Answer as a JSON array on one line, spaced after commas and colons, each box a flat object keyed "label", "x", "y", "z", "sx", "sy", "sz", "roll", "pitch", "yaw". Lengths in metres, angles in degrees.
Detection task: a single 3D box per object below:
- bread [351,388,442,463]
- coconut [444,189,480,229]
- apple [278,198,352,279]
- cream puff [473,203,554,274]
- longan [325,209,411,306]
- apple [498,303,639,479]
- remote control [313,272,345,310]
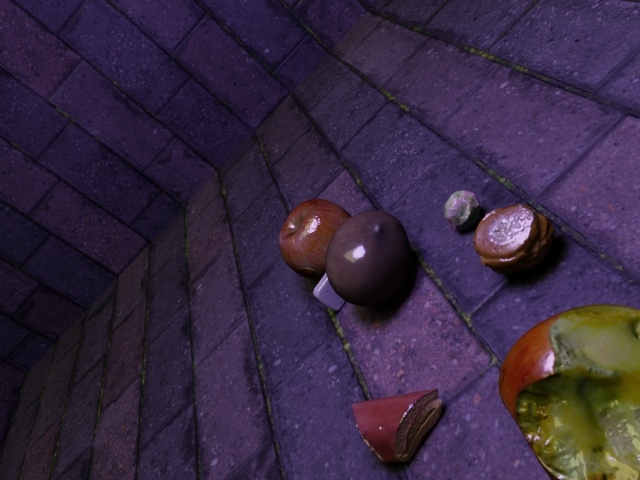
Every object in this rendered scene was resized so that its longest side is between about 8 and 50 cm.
[{"label": "bread", "x": 0.127, "y": 0.331, "z": 1.066, "sx": 0.192, "sy": 0.067, "sz": 0.119, "roll": -26, "pitch": 36, "yaw": 38}, {"label": "coconut", "x": 0.303, "y": -0.066, "z": 1.280, "sx": 0.083, "sy": 0.082, "sz": 0.081, "roll": -44, "pitch": 24, "yaw": 15}, {"label": "apple", "x": 0.000, "y": 0.000, "z": 1.534, "sx": 0.211, "sy": 0.188, "sz": 0.211, "roll": -39, "pitch": 30, "yaw": 28}, {"label": "cream puff", "x": 0.358, "y": 0.000, "z": 1.097, "sx": 0.144, "sy": 0.103, "sz": 0.126, "roll": -28, "pitch": 48, "yaw": 36}, {"label": "longan", "x": 0.105, "y": 0.042, "z": 1.328, "sx": 0.196, "sy": 0.196, "sz": 0.220, "roll": -18, "pitch": 49, "yaw": 45}, {"label": "apple", "x": 0.350, "y": 0.191, "z": 0.727, "sx": 0.226, "sy": 0.246, "sz": 0.246, "roll": -37, "pitch": 29, "yaw": 6}, {"label": "remote control", "x": 0.062, "y": 0.079, "z": 1.451, "sx": 0.190, "sy": 0.087, "sz": 0.029, "roll": -55, "pitch": 29, "yaw": -8}]
